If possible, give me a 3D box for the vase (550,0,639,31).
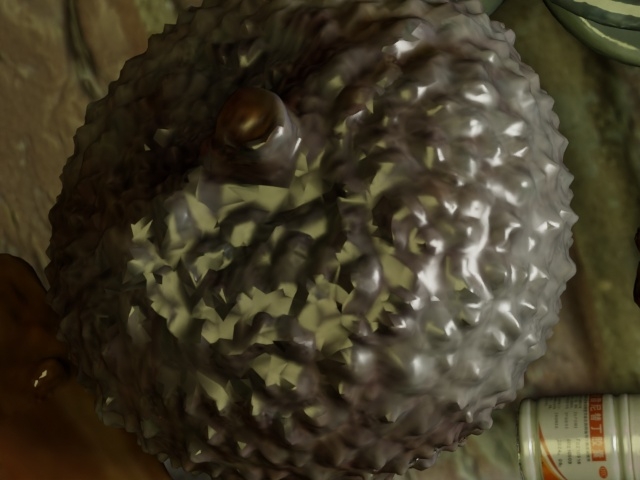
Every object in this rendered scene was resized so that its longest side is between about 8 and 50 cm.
[{"bbox_3d":[0.135,-0.223,0.564,0.300,0.156,0.251,-8,99,13],"label":"vase"}]

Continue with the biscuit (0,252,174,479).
[{"bbox_3d":[-0.237,0.236,0.717,0.395,0.166,0.343,-39,86,40],"label":"biscuit"}]

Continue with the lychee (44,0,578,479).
[{"bbox_3d":[0.004,0.001,0.622,0.300,0.300,0.300,2,96,16],"label":"lychee"}]

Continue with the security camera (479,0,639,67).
[{"bbox_3d":[0.127,-0.188,0.678,0.301,0.080,0.157,11,84,4],"label":"security camera"}]

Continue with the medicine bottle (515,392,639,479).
[{"bbox_3d":[0.169,0.124,0.704,0.089,0.057,0.057,-4,94,17],"label":"medicine bottle"}]

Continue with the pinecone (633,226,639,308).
[{"bbox_3d":[0.258,0.004,0.623,0.173,0.173,0.174,2,96,16],"label":"pinecone"}]
